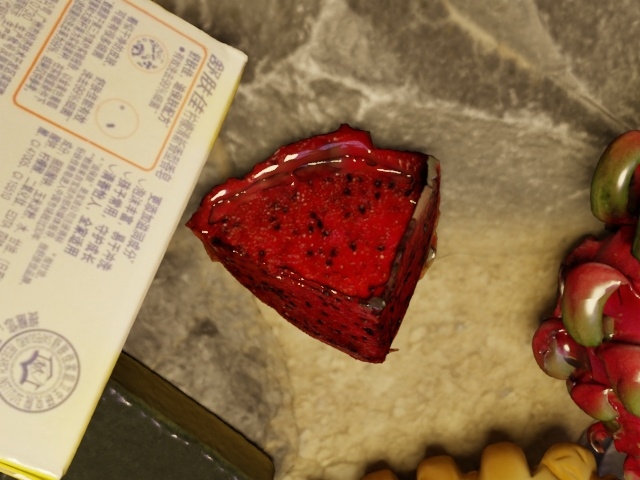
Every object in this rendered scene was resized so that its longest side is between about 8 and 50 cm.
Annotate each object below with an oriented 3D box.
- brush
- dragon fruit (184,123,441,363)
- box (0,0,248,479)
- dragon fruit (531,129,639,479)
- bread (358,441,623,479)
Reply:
[{"bbox_3d":[-0.141,0.182,0.592,0.197,0.059,0.123,41,102,-21],"label":"brush"},{"bbox_3d":[0.001,-0.002,0.539,0.161,0.121,0.127,21,152,9],"label":"dragon fruit"},{"bbox_3d":[-0.166,-0.021,0.409,0.168,0.097,0.265,27,65,-19],"label":"box"},{"bbox_3d":[0.260,0.050,0.530,0.218,0.198,0.273,-11,131,29],"label":"dragon fruit"},{"bbox_3d":[0.106,0.251,0.617,0.311,0.121,0.173,-15,130,4],"label":"bread"}]
